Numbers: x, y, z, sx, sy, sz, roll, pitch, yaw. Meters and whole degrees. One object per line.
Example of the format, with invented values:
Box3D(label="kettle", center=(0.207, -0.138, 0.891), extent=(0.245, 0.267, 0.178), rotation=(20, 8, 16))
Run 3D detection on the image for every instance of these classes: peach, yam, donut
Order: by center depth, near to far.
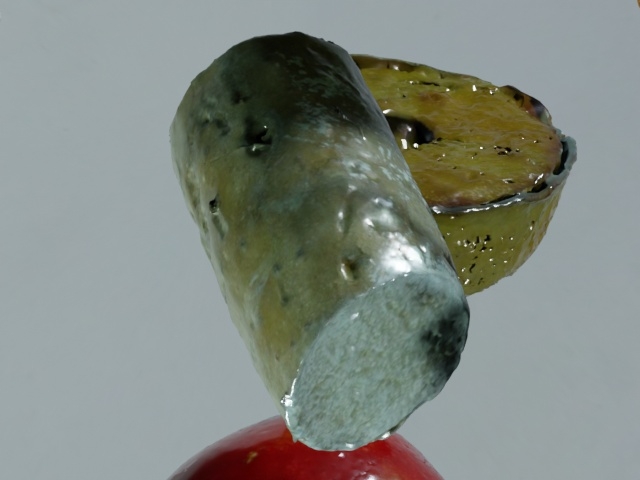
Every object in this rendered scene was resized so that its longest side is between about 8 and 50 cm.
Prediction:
Box3D(label="yam", center=(0.000, 0.000, 0.845), extent=(0.107, 0.194, 0.107), rotation=(-12, 135, -12))
Box3D(label="peach", center=(-0.007, 0.230, 1.189), extent=(0.243, 0.199, 0.244), rotation=(-5, 103, -22))
Box3D(label="donut", center=(0.053, -0.043, 1.323), extent=(0.272, 0.272, 0.107), rotation=(6, 118, -3))

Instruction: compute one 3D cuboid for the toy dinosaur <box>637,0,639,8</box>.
Box3D(label="toy dinosaur", center=(0.162, -0.104, 0.787), extent=(0.212, 0.057, 0.142), rotation=(19, 53, -14))
